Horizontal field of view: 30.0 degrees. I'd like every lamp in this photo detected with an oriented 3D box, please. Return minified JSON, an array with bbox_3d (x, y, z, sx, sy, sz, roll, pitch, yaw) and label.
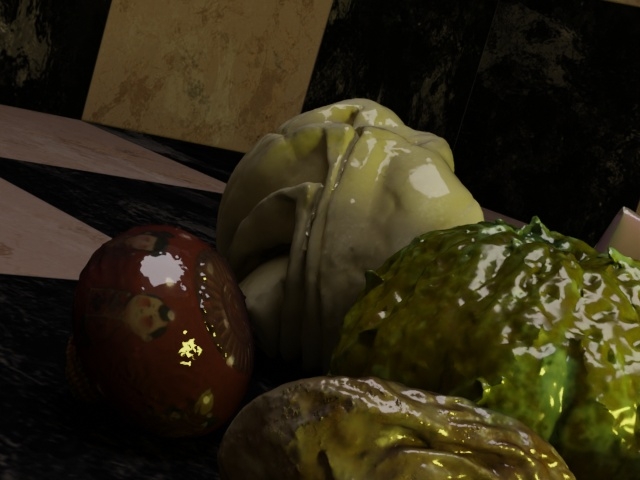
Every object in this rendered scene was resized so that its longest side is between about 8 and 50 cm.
[{"bbox_3d":[-0.121,0.070,0.854,0.135,0.156,0.157,-19,-37,12],"label":"lamp"}]

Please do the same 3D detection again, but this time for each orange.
[{"bbox_3d":[0.152,0.097,0.851,0.300,0.223,0.301,11,5,-15],"label":"orange"}]

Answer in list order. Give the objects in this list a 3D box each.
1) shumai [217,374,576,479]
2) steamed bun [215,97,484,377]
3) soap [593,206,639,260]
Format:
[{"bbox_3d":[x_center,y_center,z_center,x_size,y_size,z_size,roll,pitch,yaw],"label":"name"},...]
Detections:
[{"bbox_3d":[0.047,0.162,0.601,0.209,0.161,0.153,36,23,-24],"label":"shumai"},{"bbox_3d":[-0.001,0.002,1.143,0.203,0.276,0.289,-1,40,-27],"label":"steamed bun"},{"bbox_3d":[0.345,0.080,1.186,0.199,0.138,0.182,34,-1,10],"label":"soap"}]
